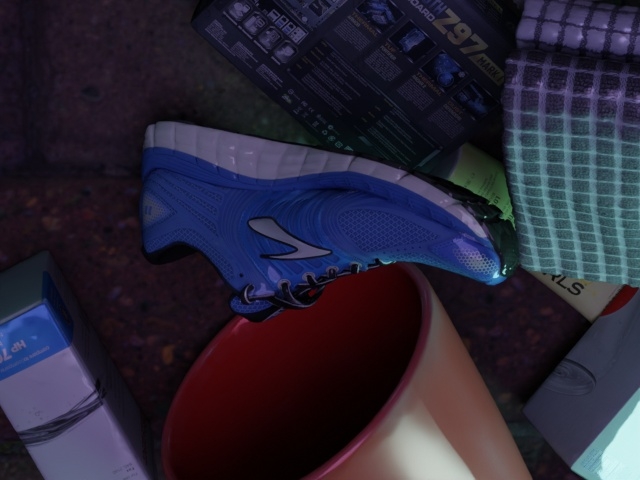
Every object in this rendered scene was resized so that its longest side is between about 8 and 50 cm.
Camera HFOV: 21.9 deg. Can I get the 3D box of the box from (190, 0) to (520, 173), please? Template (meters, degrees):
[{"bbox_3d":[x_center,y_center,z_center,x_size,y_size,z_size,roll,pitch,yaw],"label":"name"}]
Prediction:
[{"bbox_3d":[0.041,-0.165,1.337,0.232,0.059,0.183,40,123,-17],"label":"box"}]

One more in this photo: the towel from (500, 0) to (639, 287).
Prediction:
[{"bbox_3d":[0.260,-0.051,1.255,0.235,0.121,0.284,7,149,15],"label":"towel"}]

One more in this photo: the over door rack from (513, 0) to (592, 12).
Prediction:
[{"bbox_3d":[0.299,-0.153,1.295,0.239,0.108,0.324,-1,146,27],"label":"over door rack"}]

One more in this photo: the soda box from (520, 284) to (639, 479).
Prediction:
[{"bbox_3d":[0.312,0.085,1.453,0.091,0.098,0.286,32,102,-35],"label":"soda box"}]

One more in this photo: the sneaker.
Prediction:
[{"bbox_3d":[0.000,0.000,1.315,0.330,0.130,0.147,11,90,27],"label":"sneaker"}]

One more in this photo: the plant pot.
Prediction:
[{"bbox_3d":[0.041,0.187,1.385,0.275,0.275,0.243,-36,119,4],"label":"plant pot"}]

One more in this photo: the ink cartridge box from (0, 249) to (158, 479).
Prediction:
[{"bbox_3d":[-0.215,0.121,1.382,0.082,0.139,0.191,-26,109,0],"label":"ink cartridge box"}]

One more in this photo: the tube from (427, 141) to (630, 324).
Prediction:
[{"bbox_3d":[0.194,-0.007,1.441,0.240,0.062,0.070,32,144,-23],"label":"tube"}]
